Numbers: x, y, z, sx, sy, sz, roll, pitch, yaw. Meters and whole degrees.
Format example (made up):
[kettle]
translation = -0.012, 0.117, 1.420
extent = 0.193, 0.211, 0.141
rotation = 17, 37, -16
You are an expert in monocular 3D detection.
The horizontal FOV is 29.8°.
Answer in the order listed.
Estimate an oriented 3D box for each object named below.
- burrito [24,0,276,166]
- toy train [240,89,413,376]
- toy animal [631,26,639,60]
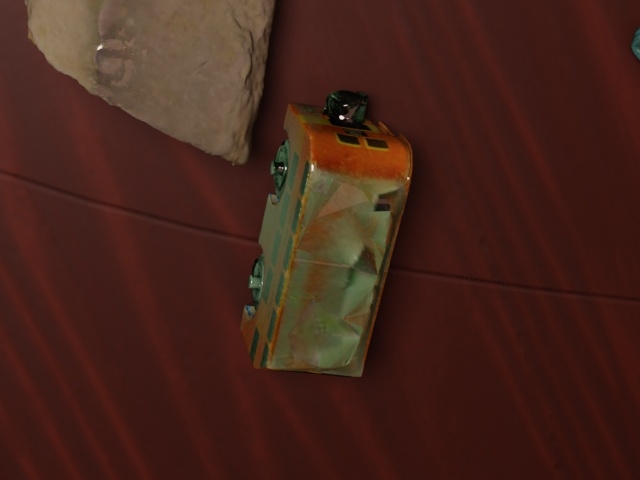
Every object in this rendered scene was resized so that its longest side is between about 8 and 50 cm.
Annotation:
[burrito]
translation = -0.082, -0.193, 0.668
extent = 0.143, 0.105, 0.299
rotation = 6, 109, -17
[toy train]
translation = 0.000, 0.000, 0.763
extent = 0.072, 0.099, 0.188
rotation = 8, 111, -13
[toy animal]
translation = 0.264, -0.110, 0.787
extent = 0.103, 0.100, 0.208
rotation = -7, 123, 35
